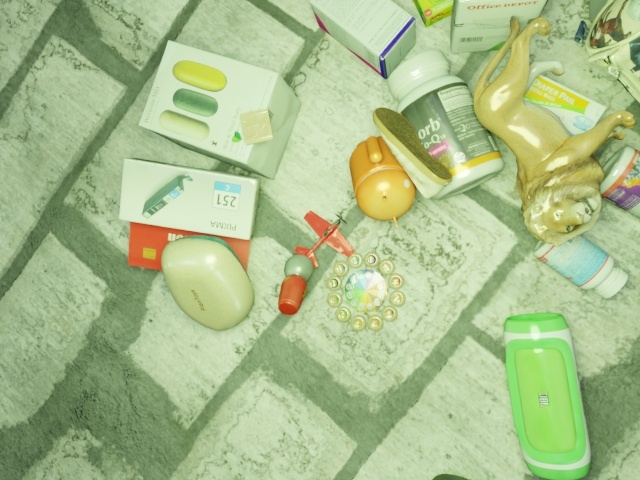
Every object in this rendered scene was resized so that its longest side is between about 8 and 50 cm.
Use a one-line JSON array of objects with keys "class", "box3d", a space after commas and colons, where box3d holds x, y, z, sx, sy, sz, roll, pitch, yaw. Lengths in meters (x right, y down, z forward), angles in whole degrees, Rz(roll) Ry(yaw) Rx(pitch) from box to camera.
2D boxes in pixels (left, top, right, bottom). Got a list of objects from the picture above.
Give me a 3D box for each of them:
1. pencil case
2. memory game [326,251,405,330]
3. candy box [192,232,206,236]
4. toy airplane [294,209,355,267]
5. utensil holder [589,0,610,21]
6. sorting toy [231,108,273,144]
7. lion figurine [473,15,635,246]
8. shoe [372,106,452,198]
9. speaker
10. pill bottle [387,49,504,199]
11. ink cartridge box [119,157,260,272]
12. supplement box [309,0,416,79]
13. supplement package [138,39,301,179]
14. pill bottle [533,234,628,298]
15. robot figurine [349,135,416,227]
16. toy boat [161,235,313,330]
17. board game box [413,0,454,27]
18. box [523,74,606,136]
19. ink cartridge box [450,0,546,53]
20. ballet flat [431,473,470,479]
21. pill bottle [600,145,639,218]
[{"class": "pencil case", "box3d": [0.633, -0.267, 0.792, 0.410, 0.160, 0.183, 34, 104, -20]}, {"class": "memory game", "box3d": [0.102, 0.116, 1.041, 0.186, 0.012, 0.186, -1, 86, 12]}, {"class": "candy box", "box3d": [-0.314, -0.047, 1.116, 0.186, 0.053, 0.109, -35, 82, 9]}, {"class": "toy airplane", "box3d": [0.000, 0.000, 1.058, 0.151, 0.028, 0.151, -1, 85, 16]}, {"class": "utensil holder", "box3d": [0.731, -0.520, 0.791, 0.385, 0.327, 0.328, 13, 89, 14]}, {"class": "sorting toy", "box3d": [-0.140, -0.223, 0.909, 0.083, 0.012, 0.062, -11, 92, 5]}, {"class": "lion figurine", "box3d": [0.394, -0.200, 0.839, 0.240, 0.142, 0.392, -39, 77, 14]}, {"class": "shoe", "box3d": [0.166, -0.174, 0.893, 0.219, 0.076, 0.058, 56, 143, 22]}, {"class": "speaker", "box3d": [0.445, 0.299, 0.903, 0.131, 0.131, 0.297, -8, 85, 11]}, {"class": "pill bottle", "box3d": [0.253, -0.238, 0.953, 0.162, 0.162, 0.279, -24, 82, 9]}, {"class": "ink cartridge box", "box3d": [-0.302, -0.036, 1.045, 0.296, 0.066, 0.261, 9, 102, -1]}, {"class": "supplement box", "box3d": [0.097, -0.488, 1.025, 0.220, 0.111, 0.114, 41, 95, 11]}, {"class": "supplement package", "box3d": [-0.217, -0.285, 1.034, 0.262, 0.198, 0.199, 21, 92, 12]}, {"class": "pill bottle", "box3d": [0.523, 0.042, 0.920, 0.160, 0.087, 0.087, 38, 95, 11]}, {"class": "robot figurine", "box3d": [0.130, -0.129, 0.965, 0.128, 0.219, 0.158, 11, 134, -17]}, {"class": "toy boat", "box3d": [-0.178, 0.089, 1.013, 0.318, 0.268, 0.148, 2, 42, 11]}, {"class": "board game box", "box3d": [0.244, -0.591, 1.035, 0.092, 0.043, 0.181, -24, 82, 10]}, {"class": "box", "box3d": [0.447, -0.260, 0.943, 0.203, 0.103, 0.114, 32, 95, 12]}, {"class": "ink cartridge box", "box3d": [0.350, -0.470, 0.916, 0.160, 0.219, 0.093, 0, 87, 11]}, {"class": "ballet flat", "box3d": [0.354, 0.577, 0.920, 0.280, 0.096, 0.095, 29, 93, 12]}, {"class": "pill bottle", "box3d": [0.651, -0.093, 0.890, 0.193, 0.108, 0.108, 33, 94, 11]}]
